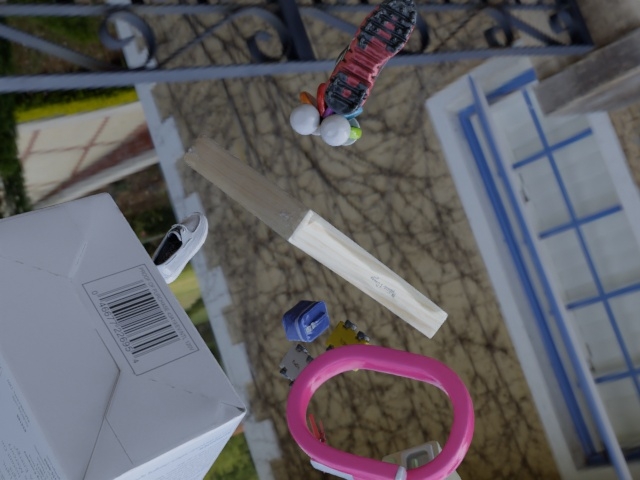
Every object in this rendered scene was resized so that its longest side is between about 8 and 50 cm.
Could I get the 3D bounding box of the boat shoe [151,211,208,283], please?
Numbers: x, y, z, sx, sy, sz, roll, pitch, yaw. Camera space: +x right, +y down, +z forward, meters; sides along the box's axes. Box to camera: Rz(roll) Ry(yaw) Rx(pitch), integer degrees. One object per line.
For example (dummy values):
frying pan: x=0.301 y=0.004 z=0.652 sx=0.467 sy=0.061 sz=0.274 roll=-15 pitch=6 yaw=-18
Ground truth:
boat shoe: x=-0.288 y=0.002 z=1.733 sx=0.184 sy=0.066 sz=0.063 roll=-56 pitch=153 yaw=-32

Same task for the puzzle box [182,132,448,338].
puzzle box: x=0.000 y=0.000 z=1.296 sx=0.052 sy=0.272 sz=0.409 roll=-54 pitch=138 yaw=0

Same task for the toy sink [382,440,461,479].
toy sink: x=0.243 y=0.587 z=2.092 sx=0.152 sy=0.131 sz=0.234 roll=-23 pitch=127 yaw=14

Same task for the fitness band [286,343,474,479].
fitness band: x=0.086 y=0.260 z=1.295 sx=0.290 sy=0.209 sz=0.054 roll=9 pitch=148 yaw=27

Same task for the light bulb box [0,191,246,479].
light bulb box: x=-0.321 y=0.202 z=1.088 sx=0.225 sy=0.358 sz=0.361 roll=-19 pitch=154 yaw=-38

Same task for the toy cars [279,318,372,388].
toy cars: x=0.025 y=0.323 z=2.306 sx=0.087 sy=0.177 sz=0.393 roll=35 pitch=139 yaw=-23

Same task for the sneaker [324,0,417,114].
sneaker: x=0.102 y=-0.394 z=1.781 sx=0.276 sy=0.097 sz=0.135 roll=-55 pitch=-169 yaw=23

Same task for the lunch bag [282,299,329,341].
lunch bag: x=-0.024 y=0.167 z=1.795 sx=0.065 sy=0.067 sz=0.098 roll=2 pitch=-153 yaw=38

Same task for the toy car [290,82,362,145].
toy car: x=0.023 y=-0.311 z=2.094 sx=0.181 sy=0.136 sz=0.159 roll=22 pitch=-168 yaw=13

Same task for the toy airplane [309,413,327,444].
toy airplane: x=0.001 y=0.492 z=2.110 sx=0.028 sy=0.151 sz=0.151 roll=-14 pitch=172 yaw=-1
